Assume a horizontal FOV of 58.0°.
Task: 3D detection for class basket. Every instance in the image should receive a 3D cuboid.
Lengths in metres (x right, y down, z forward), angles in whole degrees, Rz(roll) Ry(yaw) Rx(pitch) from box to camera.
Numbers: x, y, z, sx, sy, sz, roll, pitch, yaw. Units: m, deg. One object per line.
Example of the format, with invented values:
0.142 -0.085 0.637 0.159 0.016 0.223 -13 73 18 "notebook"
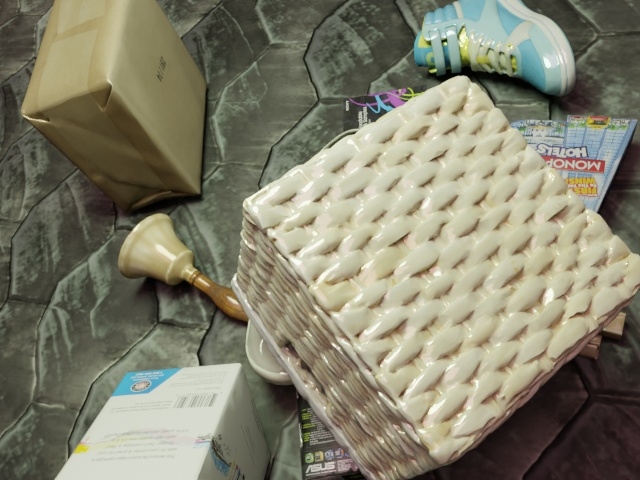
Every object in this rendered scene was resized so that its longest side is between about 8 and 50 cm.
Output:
0.117 0.050 0.667 0.331 0.266 0.328 -32 74 -21 "basket"

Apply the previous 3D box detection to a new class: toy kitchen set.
0.350 0.107 0.755 0.083 0.075 0.068 12 64 27 "toy kitchen set"

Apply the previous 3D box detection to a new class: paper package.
-0.350 -0.270 1.064 0.168 0.309 0.325 -14 55 13 "paper package"

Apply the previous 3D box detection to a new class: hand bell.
-0.198 0.067 0.947 0.242 0.126 0.126 31 71 18 "hand bell"

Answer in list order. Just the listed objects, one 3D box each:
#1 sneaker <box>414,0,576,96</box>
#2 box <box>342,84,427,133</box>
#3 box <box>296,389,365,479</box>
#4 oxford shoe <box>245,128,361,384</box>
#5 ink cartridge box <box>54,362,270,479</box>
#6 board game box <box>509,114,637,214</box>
0.288 -0.326 1.022 0.208 0.127 0.319 -21 46 1 "sneaker"
0.120 -0.225 1.064 0.162 0.029 0.116 -8 57 13 "box"
0.062 0.224 0.790 0.190 0.045 0.184 -13 53 10 "box"
0.000 0.000 0.882 0.169 0.130 0.449 12 59 24 "oxford shoe"
-0.181 0.289 0.690 0.171 0.168 0.233 -6 25 13 "ink cartridge box"
0.372 -0.102 0.891 0.194 0.060 0.194 8 61 21 "board game box"
